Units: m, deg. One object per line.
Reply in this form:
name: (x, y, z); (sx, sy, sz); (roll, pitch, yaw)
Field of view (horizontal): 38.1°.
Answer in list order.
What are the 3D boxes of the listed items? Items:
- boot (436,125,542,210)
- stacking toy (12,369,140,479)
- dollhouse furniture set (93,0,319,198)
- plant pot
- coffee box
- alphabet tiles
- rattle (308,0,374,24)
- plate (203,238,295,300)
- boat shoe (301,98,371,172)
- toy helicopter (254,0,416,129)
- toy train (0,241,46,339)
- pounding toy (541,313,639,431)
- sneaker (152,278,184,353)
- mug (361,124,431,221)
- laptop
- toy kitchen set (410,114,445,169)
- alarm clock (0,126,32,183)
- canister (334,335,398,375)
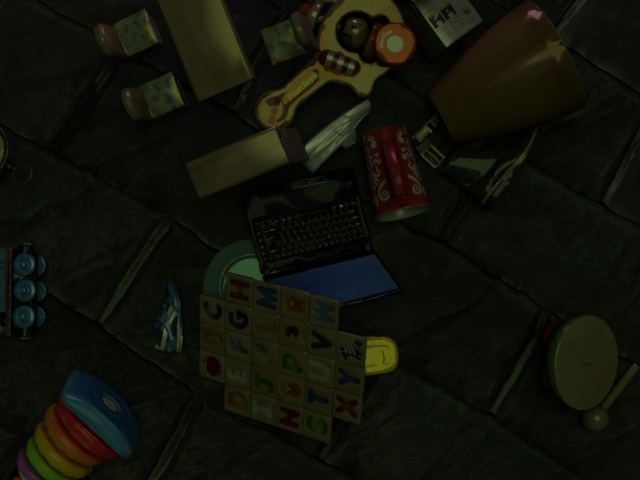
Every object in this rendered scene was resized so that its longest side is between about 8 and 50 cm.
boot: (0.340, -0.178, 1.853); (0.137, 0.077, 0.198); (35, 81, 5)
stacking toy: (-0.486, 0.399, 1.690); (0.302, 0.166, 0.175); (-44, 100, 3)
dollhouse furniture set: (-0.186, -0.295, 1.682); (0.362, 0.256, 0.394); (-21, 93, 10)
plant pot: (0.343, -0.302, 1.805); (0.254, 0.237, 0.237); (-28, 86, 6)
coffee box: (0.194, -0.489, 1.830); (0.098, 0.141, 0.246); (-38, 94, -8)
alphabet tiles: (-0.076, 0.214, 1.687); (0.343, 0.011, 0.285); (13, 113, 24)
rattle: (0.040, -0.526, 1.838); (0.200, 0.142, 0.130); (42, 63, 7)
plate: (-0.134, 0.090, 1.805); (0.188, 0.024, 0.188); (1, 83, -6)
boat shoe: (0.036, -0.205, 1.836); (0.184, 0.066, 0.063); (-41, 101, -10)
toy helicopter: (0.002, -0.358, 1.820); (0.355, 0.140, 0.235); (-41, 95, 5)
toy train: (-0.577, 0.095, 1.744); (0.105, 0.080, 0.184); (-1, 86, 4)
pounding toy: (0.493, 0.246, 1.813); (0.237, 0.110, 0.183); (45, 69, -28)
sneaker: (-0.292, 0.145, 1.771); (0.059, 0.053, 0.144); (-1, 82, -3)
mug: (0.150, -0.137, 1.798); (0.113, 0.150, 0.169); (-8, 79, -24)
laptop: (0.000, 0.000, 1.756); (0.234, 0.136, 0.264); (-13, 88, -14)
toy kitchen set: (0.227, -0.197, 1.837); (0.075, 0.083, 0.068); (43, 83, 1)
alarm clock: (-0.639, -0.161, 1.772); (0.192, 0.064, 0.129); (27, 82, 1)
canister: (0.074, 0.217, 1.733); (0.126, 0.170, 0.073); (-5, 83, -5)
